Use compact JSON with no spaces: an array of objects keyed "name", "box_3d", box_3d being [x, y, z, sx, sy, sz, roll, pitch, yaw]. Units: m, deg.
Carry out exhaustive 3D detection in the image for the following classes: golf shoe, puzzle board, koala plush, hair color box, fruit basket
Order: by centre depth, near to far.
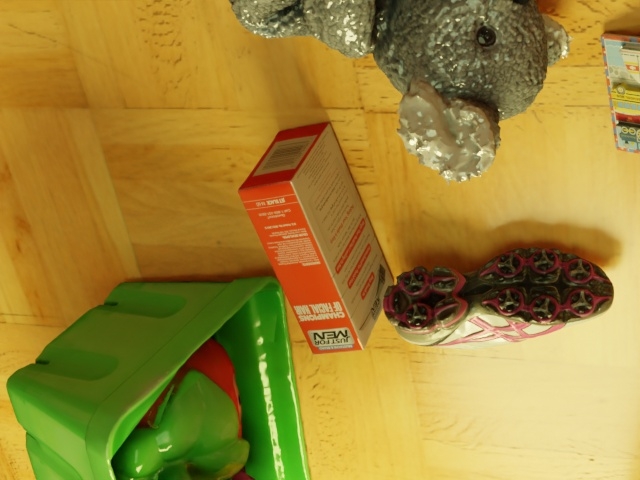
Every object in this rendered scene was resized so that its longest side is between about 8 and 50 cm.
[{"name":"koala plush","box_3d":[0.065,-0.161,0.833,0.221,0.196,0.203,42,141,-12]},{"name":"puzzle board","box_3d":[0.255,-0.094,0.874,0.128,0.011,0.096,15,134,41]},{"name":"hair color box","box_3d":[0.000,0.000,1.029,0.053,0.093,0.167,-8,121,28]},{"name":"golf shoe","box_3d":[0.150,0.052,1.035,0.186,0.067,0.086,-5,154,20]},{"name":"fruit basket","box_3d":[-0.078,0.247,1.119,0.392,0.283,0.392,22,134,25]}]
